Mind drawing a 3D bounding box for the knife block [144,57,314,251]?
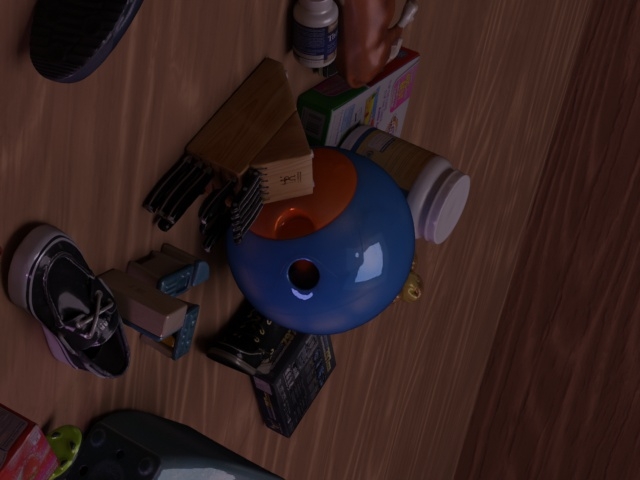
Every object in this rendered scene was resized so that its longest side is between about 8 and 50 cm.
[{"bbox_3d":[-0.139,-0.118,2.026,0.088,0.242,0.275,90,-13,-52],"label":"knife block"}]

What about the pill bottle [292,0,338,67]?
[{"bbox_3d":[-0.007,-0.318,2.112,0.067,0.067,0.120,-50,156,-35],"label":"pill bottle"}]

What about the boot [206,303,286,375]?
[{"bbox_3d":[-0.105,0.130,2.377,0.178,0.085,0.236,-67,167,-1],"label":"boot"}]

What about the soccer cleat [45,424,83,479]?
[{"bbox_3d":[-0.379,0.329,1.967,0.179,0.060,0.072,-58,170,-1],"label":"soccer cleat"}]

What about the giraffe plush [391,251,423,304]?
[{"bbox_3d":[0.048,0.056,2.484,0.170,0.181,0.210,-32,147,34],"label":"giraffe plush"}]

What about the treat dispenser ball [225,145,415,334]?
[{"bbox_3d":[0.000,0.000,2.179,0.288,0.288,0.288,-51,156,-33],"label":"treat dispenser ball"}]

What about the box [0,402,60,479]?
[{"bbox_3d":[-0.439,0.312,1.682,0.257,0.128,0.122,-56,158,-25],"label":"box"}]

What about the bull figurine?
[{"bbox_3d":[0.071,-0.386,2.159,0.188,0.101,0.310,-44,145,-46],"label":"bull figurine"}]

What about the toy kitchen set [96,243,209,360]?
[{"bbox_3d":[-0.223,0.118,2.005,0.207,0.122,0.166,-29,140,-58],"label":"toy kitchen set"}]

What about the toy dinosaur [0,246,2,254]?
[{"bbox_3d":[-0.384,-0.010,1.537,0.082,0.090,0.047,-164,-98,-79],"label":"toy dinosaur"}]

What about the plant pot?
[{"bbox_3d":[-0.245,0.387,2.113,0.247,0.248,0.252,-61,144,-9],"label":"plant pot"}]

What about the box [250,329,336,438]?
[{"bbox_3d":[-0.048,0.238,2.679,0.183,0.059,0.232,-55,157,-24],"label":"box"}]

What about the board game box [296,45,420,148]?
[{"bbox_3d":[0.048,-0.175,2.425,0.316,0.064,0.242,-37,147,-52],"label":"board game box"}]

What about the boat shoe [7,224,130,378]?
[{"bbox_3d":[-0.302,0.088,1.799,0.108,0.102,0.301,-55,158,-26],"label":"boat shoe"}]

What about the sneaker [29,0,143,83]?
[{"bbox_3d":[-0.202,-0.301,1.578,0.319,0.112,0.131,-62,157,-5],"label":"sneaker"}]

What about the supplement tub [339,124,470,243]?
[{"bbox_3d":[0.127,-0.089,2.332,0.144,0.200,0.144,-51,155,-34],"label":"supplement tub"}]

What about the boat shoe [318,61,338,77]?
[{"bbox_3d":[0.049,-0.305,2.294,0.152,0.049,0.056,-49,154,-38],"label":"boat shoe"}]
